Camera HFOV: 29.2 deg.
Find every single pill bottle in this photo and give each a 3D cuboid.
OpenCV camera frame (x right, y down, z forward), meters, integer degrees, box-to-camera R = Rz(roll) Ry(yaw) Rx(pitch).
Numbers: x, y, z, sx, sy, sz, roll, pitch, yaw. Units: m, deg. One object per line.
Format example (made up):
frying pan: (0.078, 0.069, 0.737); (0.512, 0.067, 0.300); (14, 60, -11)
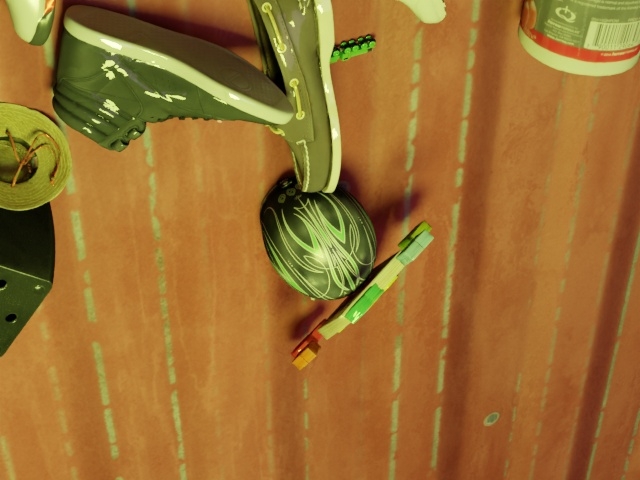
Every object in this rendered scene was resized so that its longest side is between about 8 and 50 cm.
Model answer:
pill bottle: (0.377, -0.395, 1.627); (0.176, 0.176, 0.318); (-12, 131, -24)

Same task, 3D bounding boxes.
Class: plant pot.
plant pot: (-0.428, 0.034, 1.486); (0.188, 0.167, 0.187); (24, 111, -44)

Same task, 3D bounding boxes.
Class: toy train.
toy train: (0.037, -0.254, 1.646); (0.083, 0.017, 0.024); (-17, 143, -20)

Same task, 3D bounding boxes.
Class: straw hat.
straw hat: (-0.379, -0.092, 1.480); (0.144, 0.144, 0.061); (6, 162, -36)

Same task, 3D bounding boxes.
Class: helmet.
helmet: (0.000, 0.000, 1.731); (0.169, 0.161, 0.169); (-17, 133, -19)

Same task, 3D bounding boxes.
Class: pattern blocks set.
pattern blocks set: (0.063, 0.081, 1.783); (0.285, 0.026, 0.325); (-47, 180, -7)

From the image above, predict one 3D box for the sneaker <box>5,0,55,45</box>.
sneaker: (-0.356, -0.329, 1.282); (0.145, 0.090, 0.270); (-9, 127, -25)

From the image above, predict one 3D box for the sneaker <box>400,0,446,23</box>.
sneaker: (0.087, -0.358, 1.554); (0.095, 0.090, 0.235); (-28, 134, 10)

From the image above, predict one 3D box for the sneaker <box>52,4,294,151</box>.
sneaker: (-0.188, -0.168, 1.488); (0.295, 0.104, 0.147); (18, 121, -18)

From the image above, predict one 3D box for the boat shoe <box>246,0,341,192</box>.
boat shoe: (-0.035, -0.196, 1.583); (0.096, 0.116, 0.324); (-16, 129, -15)
